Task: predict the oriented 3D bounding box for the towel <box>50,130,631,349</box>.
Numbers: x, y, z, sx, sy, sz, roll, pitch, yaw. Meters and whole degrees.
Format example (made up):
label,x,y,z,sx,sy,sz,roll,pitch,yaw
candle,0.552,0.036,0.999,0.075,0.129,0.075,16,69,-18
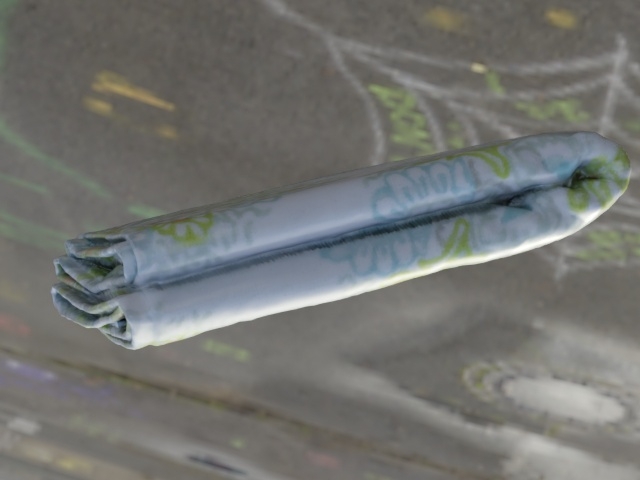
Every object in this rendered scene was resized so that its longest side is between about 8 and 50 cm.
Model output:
label,x,y,z,sx,sy,sz,roll,pitch,yaw
towel,0.000,0.000,1.257,0.374,0.090,0.320,-14,-176,-16
